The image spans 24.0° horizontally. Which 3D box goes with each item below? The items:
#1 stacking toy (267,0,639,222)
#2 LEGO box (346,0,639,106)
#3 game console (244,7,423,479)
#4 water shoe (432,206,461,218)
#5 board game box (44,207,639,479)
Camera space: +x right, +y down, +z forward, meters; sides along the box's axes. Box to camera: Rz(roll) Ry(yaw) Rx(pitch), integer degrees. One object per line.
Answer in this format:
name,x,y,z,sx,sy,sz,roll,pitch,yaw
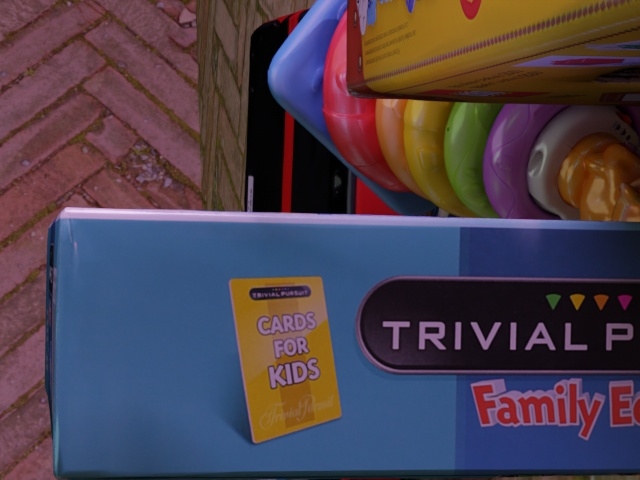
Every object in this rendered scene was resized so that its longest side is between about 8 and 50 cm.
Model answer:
stacking toy,0.119,-0.061,0.851,0.166,0.175,0.302,-48,36,2
LEGO box,0.140,-0.241,0.518,0.500,0.193,0.373,-163,74,-82
game console,0.000,0.000,1.225,0.342,0.060,0.387,-172,85,-74
water shoe,0.115,-0.004,1.070,0.080,0.072,0.203,75,-166,-57
board game box,0.068,0.031,0.562,0.254,0.336,0.079,-179,90,-79
